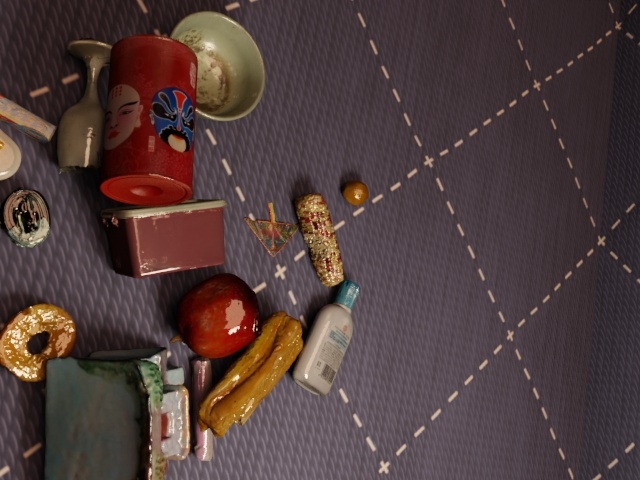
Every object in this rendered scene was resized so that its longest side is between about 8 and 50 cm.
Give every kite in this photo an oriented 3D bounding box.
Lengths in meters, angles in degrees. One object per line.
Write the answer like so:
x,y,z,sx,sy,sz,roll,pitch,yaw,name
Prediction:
-0.137,-0.031,2.073,0.190,0.010,0.159,7,79,-37,kite

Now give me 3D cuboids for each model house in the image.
-0.418,0.435,1.691,0.339,0.297,0.360,7,80,-68,model house

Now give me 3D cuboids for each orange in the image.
0.106,-0.147,2.223,0.085,0.085,0.085,4,83,-35,orange

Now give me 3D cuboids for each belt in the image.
-0.675,-0.052,1.657,0.105,0.058,0.140,-16,95,-32,belt

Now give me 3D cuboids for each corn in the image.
0.000,0.000,2.119,0.098,0.098,0.290,-21,100,-35,corn

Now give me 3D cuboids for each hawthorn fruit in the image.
-0.269,0.201,1.842,0.249,0.215,0.215,-32,105,-11,hawthorn fruit

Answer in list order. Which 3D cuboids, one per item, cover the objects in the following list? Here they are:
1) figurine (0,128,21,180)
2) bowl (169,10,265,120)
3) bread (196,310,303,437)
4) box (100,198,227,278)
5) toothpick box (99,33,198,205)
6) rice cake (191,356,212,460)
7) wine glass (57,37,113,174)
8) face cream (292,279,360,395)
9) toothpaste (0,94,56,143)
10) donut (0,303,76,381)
-0.760,-0.225,1.565,0.250,0.141,0.167,18,74,-33,figurine
-0.302,-0.441,1.913,0.289,0.146,0.289,6,80,-35,bowl
-0.184,0.360,1.906,0.109,0.185,0.380,28,56,18,bread
-0.379,-0.009,1.790,0.294,0.193,0.168,-9,97,-34,box
-0.383,-0.266,1.633,0.204,0.204,0.333,10,70,-35,toothpick box
-0.306,0.435,1.878,0.055,0.049,0.270,3,84,-35,rice cake
-0.553,-0.312,1.724,0.143,0.143,0.321,10,82,-35,wine glass
0.029,0.274,2.105,0.163,0.080,0.337,46,60,-46,face cream
-0.704,-0.292,1.654,0.193,0.070,0.044,31,70,-30,toothpaste
-0.649,0.229,1.646,0.178,0.065,0.162,-48,117,-30,donut
